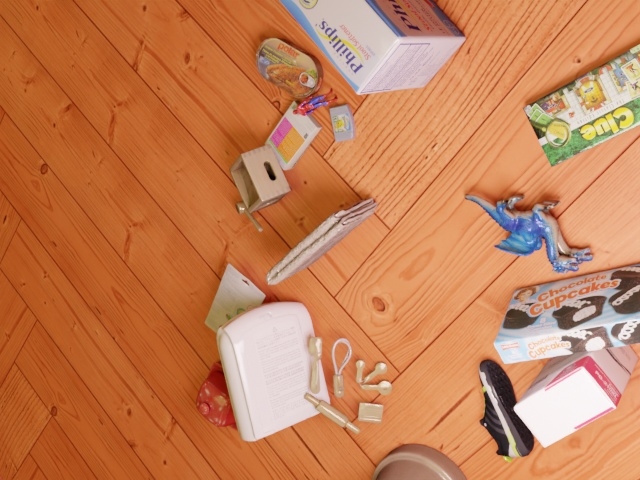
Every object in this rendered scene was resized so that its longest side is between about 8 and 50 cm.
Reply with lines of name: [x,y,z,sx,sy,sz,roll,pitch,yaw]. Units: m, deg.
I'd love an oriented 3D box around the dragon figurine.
dragon figurine: [0.412,-0.016,1.621,0.289,0.085,0.144,11,107,31]

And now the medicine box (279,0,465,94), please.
medicine box: [0.110,-0.447,1.597,0.263,0.289,0.149,52,124,13]

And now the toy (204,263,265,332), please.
toy: [-0.222,0.180,2.129,0.137,0.056,0.237,39,125,17]

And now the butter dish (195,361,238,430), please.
butter dish: [-0.291,0.452,2.205,0.160,0.118,0.160,33,119,24]

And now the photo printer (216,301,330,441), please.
photo printer: [-0.120,0.313,1.972,0.107,0.256,0.307,-6,99,56]

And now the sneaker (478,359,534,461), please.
sneaker: [0.384,0.382,1.741,0.097,0.084,0.234,-24,87,37]

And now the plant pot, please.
plant pot: [0.196,0.642,1.847,0.263,0.229,0.263,9,106,34]

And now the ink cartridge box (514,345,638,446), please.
ink cartridge box: [0.504,0.277,1.537,0.100,0.237,0.172,52,125,8]

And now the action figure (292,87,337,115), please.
action figure: [-0.016,-0.324,1.863,0.115,0.030,0.038,-22,129,21]

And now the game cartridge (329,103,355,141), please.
game cartridge: [0.053,-0.276,1.850,0.056,0.017,0.083,-8,97,32]

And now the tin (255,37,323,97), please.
tin: [-0.074,-0.416,1.891,0.190,0.040,0.106,35,123,23]

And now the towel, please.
towel: [0.000,0.000,1.849,0.282,0.187,0.049,-41,82,34]

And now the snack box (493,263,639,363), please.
snack box: [0.512,0.138,1.525,0.322,0.187,0.060,-17,112,36]

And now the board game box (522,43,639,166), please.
board game box: [0.533,-0.257,1.514,0.260,0.030,0.136,-28,87,36]

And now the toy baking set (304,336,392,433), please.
toy baking set: [0.058,0.352,1.943,0.256,0.030,0.196,30,96,1]

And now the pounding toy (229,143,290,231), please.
pounding toy: [-0.149,-0.120,1.987,0.181,0.094,0.206,66,157,3]

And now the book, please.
book: [-0.070,-0.257,1.930,0.096,0.035,0.144,51,124,17]
